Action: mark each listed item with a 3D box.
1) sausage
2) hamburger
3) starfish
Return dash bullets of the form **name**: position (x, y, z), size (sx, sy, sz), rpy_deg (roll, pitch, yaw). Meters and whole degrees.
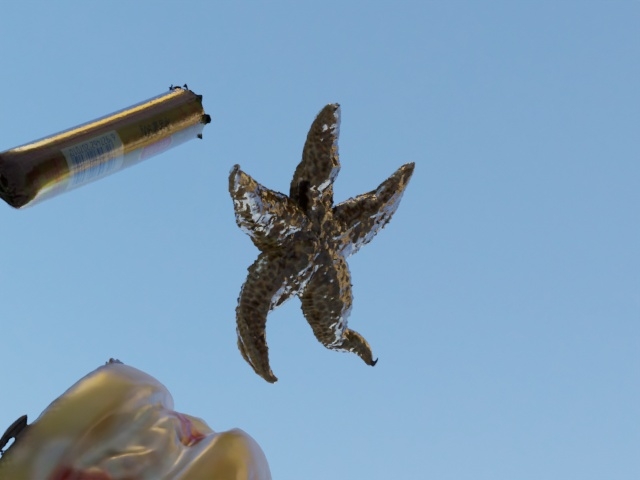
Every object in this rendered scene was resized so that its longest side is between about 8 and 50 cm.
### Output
- **sausage**: position (-0.263, -0.107, 1.398), size (0.082, 0.371, 0.082), rpy_deg (12, -65, 27)
- **hamburger**: position (-0.148, 0.244, 0.822), size (0.186, 0.303, 0.261), rpy_deg (30, -61, 15)
- **starfish**: position (0.000, 0.000, 0.986), size (0.062, 0.236, 0.277), rpy_deg (22, -24, 44)
